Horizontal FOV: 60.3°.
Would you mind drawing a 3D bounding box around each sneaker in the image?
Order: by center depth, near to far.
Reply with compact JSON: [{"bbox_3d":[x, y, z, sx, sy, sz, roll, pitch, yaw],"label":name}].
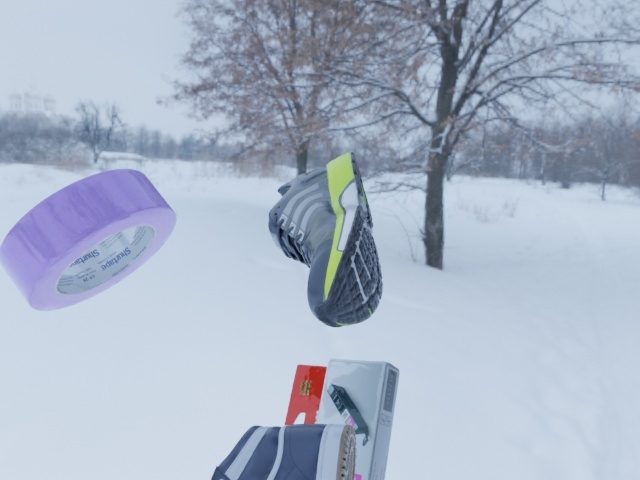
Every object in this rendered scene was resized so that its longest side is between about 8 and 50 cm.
[{"bbox_3d":[-0.053,0.339,0.602,0.153,0.282,0.099,1,-35,15],"label":"sneaker"},{"bbox_3d":[0.000,0.000,0.649,0.122,0.111,0.300,-16,28,11],"label":"sneaker"}]

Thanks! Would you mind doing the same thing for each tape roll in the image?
[{"bbox_3d":[-0.386,0.001,0.937,0.090,0.275,0.275,50,19,9],"label":"tape roll"}]

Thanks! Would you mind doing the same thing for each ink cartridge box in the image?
[{"bbox_3d":[0.008,0.349,0.979,0.239,0.274,0.060,-6,-28,36],"label":"ink cartridge box"}]
